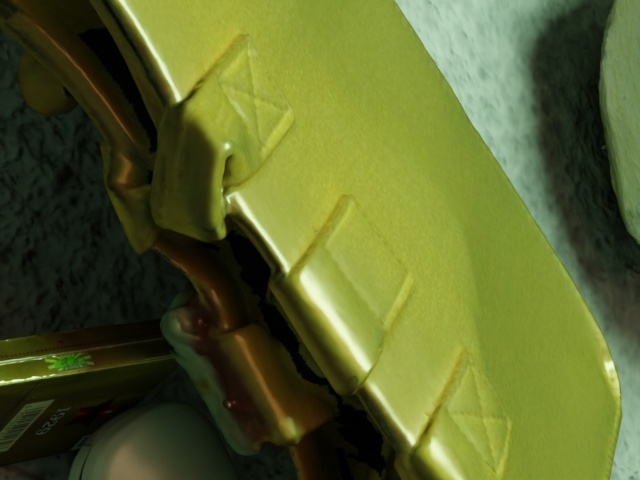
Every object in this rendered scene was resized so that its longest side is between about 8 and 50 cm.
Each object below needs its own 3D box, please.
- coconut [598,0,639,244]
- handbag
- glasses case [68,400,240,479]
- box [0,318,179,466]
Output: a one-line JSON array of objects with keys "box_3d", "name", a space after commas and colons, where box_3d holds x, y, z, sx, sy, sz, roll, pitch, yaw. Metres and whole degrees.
[{"box_3d": [0.326, -0.118, 1.161, 0.297, 0.297, 0.254, -11, 92, -47], "name": "coconut"}, {"box_3d": [0.000, 0.000, 0.845, 0.401, 0.133, 0.283, 58, 19, -14], "name": "handbag"}, {"box_3d": [-0.058, 0.171, 0.824, 0.081, 0.051, 0.204, -31, 112, -40], "name": "glasses case"}, {"box_3d": [-0.133, 0.071, 0.772, 0.133, 0.090, 0.023, -7, 63, -45], "name": "box"}]
